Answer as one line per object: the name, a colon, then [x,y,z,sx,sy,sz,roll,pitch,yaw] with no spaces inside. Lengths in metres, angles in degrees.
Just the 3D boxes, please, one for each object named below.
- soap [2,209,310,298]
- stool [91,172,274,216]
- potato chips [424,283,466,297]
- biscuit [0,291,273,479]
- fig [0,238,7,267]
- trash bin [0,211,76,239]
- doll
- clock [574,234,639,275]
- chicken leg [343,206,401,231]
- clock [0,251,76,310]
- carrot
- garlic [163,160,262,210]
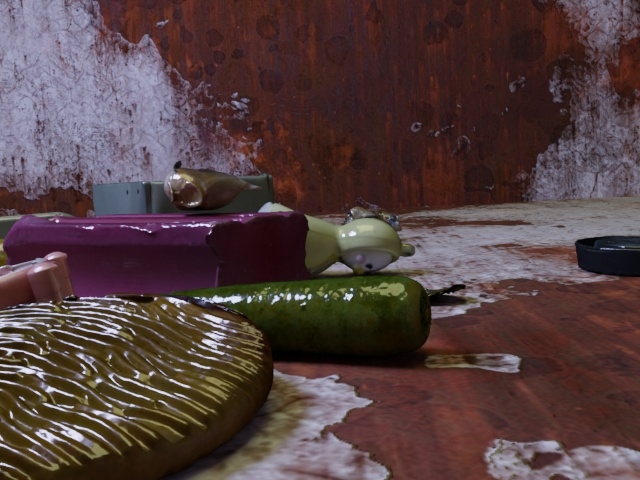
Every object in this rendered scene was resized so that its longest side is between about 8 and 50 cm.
soap: [-0.219,0.023,0.906,0.359,0.128,0.233,0,5,27]
stool: [-0.250,-0.030,1.236,0.243,0.170,0.269,-7,7,-36]
potato chips: [0.073,0.067,0.849,0.209,0.026,0.142,-1,9,25]
biscuit: [-0.191,0.095,0.482,0.318,0.040,0.318,-3,13,1]
fig: [-0.509,0.066,1.010,0.166,0.093,0.093,-36,20,-22]
trash bin: [-0.546,0.017,1.196,0.243,0.121,0.247,-7,5,-29]
doll: [-0.001,0.011,1.057,0.296,0.117,0.141,8,-24,4]
clock: [0.477,0.021,1.009,0.184,0.040,0.184,-2,6,0]
chicken leg: [0.110,-0.027,1.492,0.125,0.080,0.196,11,10,13]
clock: [-0.336,0.077,0.690,0.162,0.093,0.166,-14,9,-14]
carrot: [-0.075,0.076,0.644,0.358,0.074,0.074,-4,5,17]
garlic: [-0.165,-0.068,0.959,0.084,0.066,0.152,30,19,23]
